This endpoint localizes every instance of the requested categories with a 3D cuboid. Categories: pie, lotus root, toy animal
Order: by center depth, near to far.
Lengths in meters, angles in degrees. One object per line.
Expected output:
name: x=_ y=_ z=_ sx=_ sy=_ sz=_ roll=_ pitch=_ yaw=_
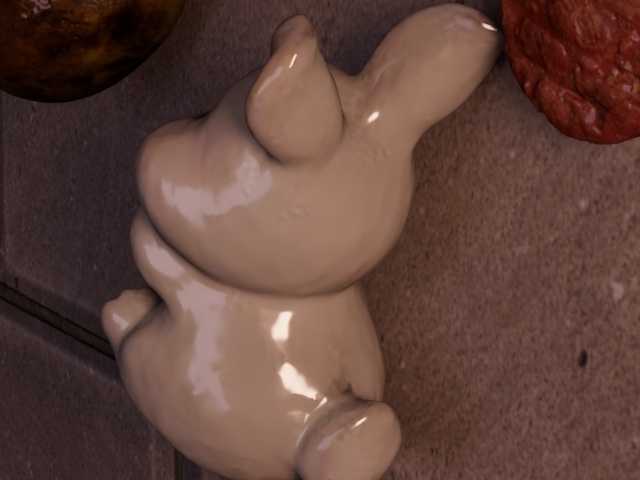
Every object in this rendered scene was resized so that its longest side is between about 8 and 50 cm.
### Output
pie: x=0.164 y=-0.147 z=1.044 sx=0.182 sy=0.049 sz=0.182 roll=21 pitch=115 yaw=56
toy animal: x=-0.007 y=-0.003 z=1.217 sx=0.241 sy=0.196 sz=0.368 roll=42 pitch=132 yaw=37
lotus root: x=-0.207 y=-0.203 z=1.516 sx=0.314 sy=0.169 sz=0.141 roll=-30 pitch=71 yaw=53
